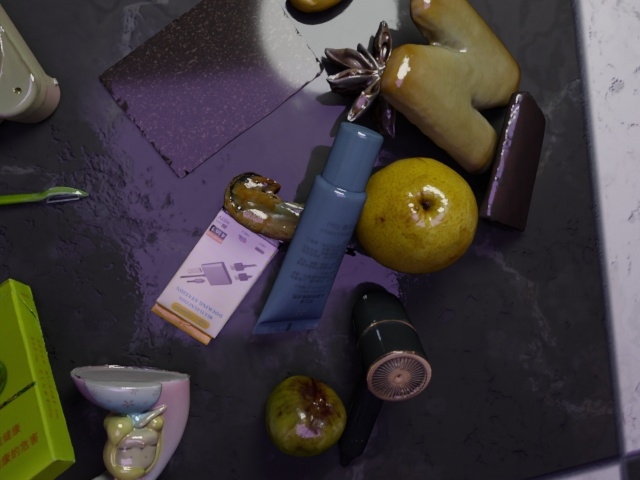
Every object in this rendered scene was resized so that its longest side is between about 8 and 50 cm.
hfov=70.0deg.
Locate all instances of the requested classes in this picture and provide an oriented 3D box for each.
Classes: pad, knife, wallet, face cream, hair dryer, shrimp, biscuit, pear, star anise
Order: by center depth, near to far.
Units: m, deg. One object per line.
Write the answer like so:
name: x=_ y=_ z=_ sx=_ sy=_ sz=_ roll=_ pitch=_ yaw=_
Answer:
face cream: x=0.000 y=0.000 z=0.749 sx=0.136 sy=0.086 sz=0.385 roll=3 pitch=120 yaw=-35
biscuit: x=0.232 y=-0.271 z=0.766 sx=0.291 sy=0.062 sz=0.236 roll=29 pitch=77 yaw=-34
knife: x=-0.489 y=-0.073 z=0.767 sx=0.184 sy=0.022 sz=0.026 roll=-7 pitch=121 yaw=-8
pear: x=0.161 y=-0.038 z=0.772 sx=0.209 sy=0.209 sz=0.208 roll=-1 pitch=95 yaw=-8
pad: x=-0.184 y=-0.291 z=0.798 sx=0.330 sy=0.004 sz=0.220 roll=-37 pitch=99 yaw=-3
star anise: x=0.117 y=-0.276 z=0.799 sx=0.231 sy=0.089 sz=0.209 roll=11 pitch=81 yaw=-12
shrimp: x=-0.039 y=-0.048 z=0.805 sx=0.262 sy=0.066 sz=0.117 roll=17 pitch=65 yaw=-24
wallet: x=0.353 y=-0.135 z=0.827 sx=0.182 sy=0.049 sz=0.229 roll=10 pitch=95 yaw=-49
hair dryer: x=0.081 y=0.278 z=0.838 sx=0.107 sy=0.189 sz=0.352 roll=11 pitch=116 yaw=-11

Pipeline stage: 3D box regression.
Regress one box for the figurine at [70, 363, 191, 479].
figurine: x=-0.369 y=0.366 z=0.716 sx=0.284 sy=0.206 sz=0.315 roll=14 pitch=78 yaw=-52

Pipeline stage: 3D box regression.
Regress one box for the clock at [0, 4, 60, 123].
clock: x=-0.607 y=-0.262 z=0.692 sx=0.309 sy=0.114 sz=0.284 roll=-31 pitch=100 yaw=-2

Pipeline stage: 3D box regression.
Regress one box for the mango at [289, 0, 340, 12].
mango: x=0.027 y=-0.466 z=0.777 sx=0.098 sy=0.075 sz=0.190 roll=42 pitch=92 yaw=6

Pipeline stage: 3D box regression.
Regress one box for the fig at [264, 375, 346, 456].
fig: x=-0.030 y=0.307 z=0.806 sx=0.136 sy=0.153 sz=0.120 roll=-7 pitch=106 yaw=-38

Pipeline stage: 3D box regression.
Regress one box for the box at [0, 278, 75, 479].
box: x=-0.493 y=0.233 z=0.679 sx=0.187 sy=0.047 sz=0.335 roll=-37 pitch=58 yaw=-3

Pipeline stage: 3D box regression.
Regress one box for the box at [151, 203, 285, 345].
box: x=-0.181 y=0.060 z=0.816 sx=0.129 sy=0.033 sz=0.247 roll=35 pitch=90 yaw=-10
